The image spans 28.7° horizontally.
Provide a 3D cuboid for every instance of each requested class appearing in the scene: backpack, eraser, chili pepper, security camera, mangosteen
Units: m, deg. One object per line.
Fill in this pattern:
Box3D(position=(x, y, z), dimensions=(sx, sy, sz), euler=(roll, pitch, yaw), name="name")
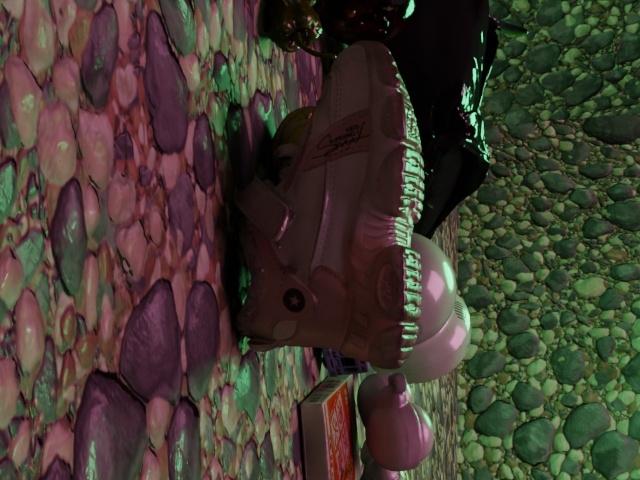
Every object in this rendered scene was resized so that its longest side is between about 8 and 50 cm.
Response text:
Box3D(position=(0.169, -0.195, 2.086), dimensions=(0.445, 0.255, 0.363), euler=(98, 7, -48), name="backpack")
Box3D(position=(0.016, 0.275, 1.689), dimensions=(0.230, 0.038, 0.157), euler=(-20, 105, -78), name="eraser")
Box3D(position=(-0.035, -0.275, 1.544), dimensions=(0.072, 0.073, 0.204), euler=(60, 11, -27), name="chili pepper")
Box3D(position=(0.135, 0.092, 1.995), dimensions=(0.236, 0.195, 0.194), euler=(71, 18, -46), name="security camera")
Box3D(position=(0.059, -0.374, 1.850), dimensions=(0.184, 0.172, 0.172), euler=(-111, -173, -51), name="mangosteen")

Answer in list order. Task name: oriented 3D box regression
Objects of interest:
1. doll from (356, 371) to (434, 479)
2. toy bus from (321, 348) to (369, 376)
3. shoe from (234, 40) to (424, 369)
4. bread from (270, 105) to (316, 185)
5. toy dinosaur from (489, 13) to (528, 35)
Box3D(position=(0.099, 0.315, 1.834), dimensions=(0.365, 0.094, 0.160), euler=(95, -16, -46), name="doll")
Box3D(position=(0.039, 0.108, 1.766), dimensions=(0.073, 0.076, 0.167), euler=(75, 16, -46), name="toy bus")
Box3D(position=(0.005, -0.041, 1.321), dimensions=(0.172, 0.198, 0.351), euler=(53, 38, -74), name="shoe")
Box3D(position=(0.004, -0.055, 1.513), dimensions=(0.213, 0.105, 0.213), euler=(63, 3, -7), name="bread")
Box3D(position=(0.233, -0.535, 2.165), dimensions=(0.374, 0.500, 0.144), euler=(143, -40, -61), name="toy dinosaur")
